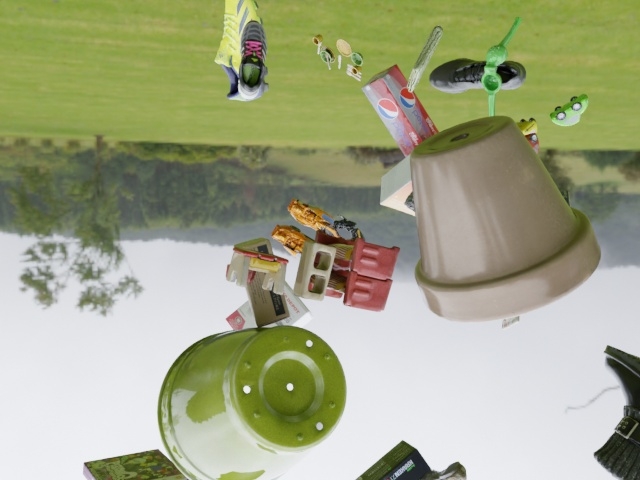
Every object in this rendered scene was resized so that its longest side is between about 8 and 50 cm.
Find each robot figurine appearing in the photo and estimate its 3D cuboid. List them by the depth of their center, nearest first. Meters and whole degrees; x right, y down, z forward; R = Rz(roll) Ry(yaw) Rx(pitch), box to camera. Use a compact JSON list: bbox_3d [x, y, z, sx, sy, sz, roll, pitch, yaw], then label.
[{"bbox_3d":[0.000,0.000,2.122,0.291,0.211,0.085,30,-168,-11],"label":"robot figurine"}]

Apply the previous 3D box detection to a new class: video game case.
[{"bbox_3d":[-0.478,0.611,1.710,0.210,0.041,0.232,0,-176,-33],"label":"video game case"}]

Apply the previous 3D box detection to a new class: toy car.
[{"bbox_3d":[0.567,-0.281,1.644,0.225,0.053,0.239,-31,-164,26],"label":"toy car"}]

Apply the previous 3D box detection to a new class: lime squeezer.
[{"bbox_3d":[0.459,-0.439,1.730,0.059,0.310,0.110,13,-173,23],"label":"lime squeezer"}]

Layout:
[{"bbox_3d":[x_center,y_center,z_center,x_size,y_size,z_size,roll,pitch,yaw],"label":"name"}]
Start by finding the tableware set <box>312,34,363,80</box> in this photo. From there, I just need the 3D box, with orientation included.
[{"bbox_3d":[0.043,-0.462,1.650,0.024,0.154,0.104,-44,162,-24],"label":"tableware set"}]

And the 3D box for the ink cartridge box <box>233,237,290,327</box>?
[{"bbox_3d":[-0.148,0.095,1.626,0.088,0.193,0.235,-17,-175,-8],"label":"ink cartridge box"}]

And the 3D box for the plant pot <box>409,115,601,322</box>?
[{"bbox_3d":[0.237,-0.047,0.941,0.263,0.229,0.263,-21,-163,7],"label":"plant pot"}]

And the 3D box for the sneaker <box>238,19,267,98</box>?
[{"bbox_3d":[-0.147,-0.398,1.450,0.063,0.170,0.075,6,-174,-13],"label":"sneaker"}]

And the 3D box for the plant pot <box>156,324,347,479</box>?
[{"bbox_3d":[-0.124,0.329,1.382,0.367,0.366,0.353,-4,161,-27],"label":"plant pot"}]

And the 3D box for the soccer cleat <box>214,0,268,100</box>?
[{"bbox_3d":[-0.203,-0.479,1.605,0.121,0.289,0.093,-16,-152,-17],"label":"soccer cleat"}]

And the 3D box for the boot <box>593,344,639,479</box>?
[{"bbox_3d":[0.729,0.414,1.552,0.131,0.260,0.348,24,-169,-11],"label":"boot"}]

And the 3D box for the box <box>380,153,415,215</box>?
[{"bbox_3d":[0.261,-0.151,1.795,0.130,0.091,0.170,17,153,-21],"label":"box"}]

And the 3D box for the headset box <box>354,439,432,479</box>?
[{"bbox_3d":[0.256,0.802,2.000,0.246,0.283,0.131,-35,-175,-13],"label":"headset box"}]

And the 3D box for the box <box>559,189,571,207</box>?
[{"bbox_3d":[0.412,-0.033,1.270,0.137,0.072,0.126,-7,-154,20],"label":"box"}]

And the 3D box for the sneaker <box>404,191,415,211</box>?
[{"bbox_3d":[0.331,-0.064,1.374,0.344,0.146,0.134,28,-178,-41],"label":"sneaker"}]

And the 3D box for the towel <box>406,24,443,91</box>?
[{"bbox_3d":[0.255,-0.445,1.624,0.027,0.148,0.110,26,165,4],"label":"towel"}]

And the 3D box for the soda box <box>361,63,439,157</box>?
[{"bbox_3d":[0.233,-0.351,1.849,0.092,0.263,0.083,-12,-150,50],"label":"soda box"}]

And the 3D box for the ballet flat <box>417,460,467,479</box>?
[{"bbox_3d":[0.316,0.639,1.745,0.084,0.058,0.250,-36,170,-35],"label":"ballet flat"}]

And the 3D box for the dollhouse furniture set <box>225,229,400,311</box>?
[{"bbox_3d":[-0.037,0.043,1.453,0.374,0.152,0.201,14,179,-31],"label":"dollhouse furniture set"}]

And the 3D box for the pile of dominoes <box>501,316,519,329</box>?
[{"bbox_3d":[0.618,0.187,2.194,0.040,0.195,0.251,4,166,4],"label":"pile of dominoes"}]

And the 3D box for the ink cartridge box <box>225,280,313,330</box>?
[{"bbox_3d":[-0.154,0.237,2.024,0.218,0.158,0.092,-39,160,-6],"label":"ink cartridge box"}]

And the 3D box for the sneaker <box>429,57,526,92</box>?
[{"bbox_3d":[0.467,-0.504,1.992,0.286,0.109,0.130,-1,-170,21],"label":"sneaker"}]
